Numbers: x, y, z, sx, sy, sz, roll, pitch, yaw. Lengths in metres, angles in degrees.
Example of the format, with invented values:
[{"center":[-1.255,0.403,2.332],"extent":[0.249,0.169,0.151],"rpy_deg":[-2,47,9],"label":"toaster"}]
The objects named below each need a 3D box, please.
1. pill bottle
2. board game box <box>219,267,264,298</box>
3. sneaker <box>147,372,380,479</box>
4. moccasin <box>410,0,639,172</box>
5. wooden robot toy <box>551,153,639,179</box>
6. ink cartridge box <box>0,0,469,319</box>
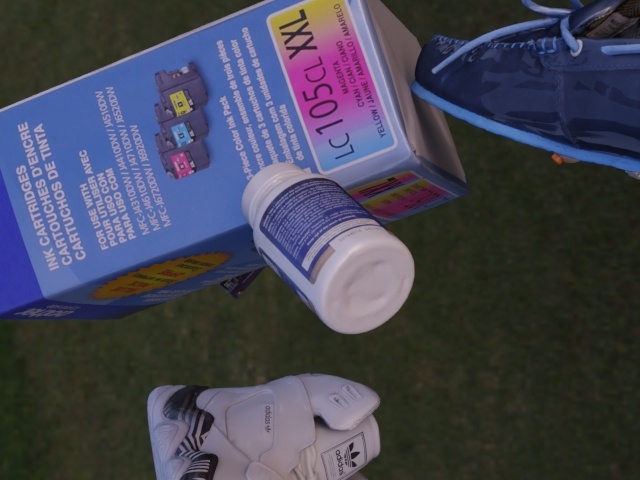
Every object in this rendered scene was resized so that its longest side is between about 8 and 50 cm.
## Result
[{"center":[0.000,0.000,0.885],"extent":[0.120,0.067,0.067],"rpy_deg":[45,126,47],"label":"pill bottle"},{"center":[-0.078,-0.016,1.787],"extent":[0.048,0.141,0.170],"rpy_deg":[40,86,17],"label":"board game box"},{"center":[-0.032,0.221,1.288],"extent":[0.366,0.210,0.137],"rpy_deg":[-123,25,-65],"label":"sneaker"},{"center":[0.203,-0.105,0.926],"extent":[0.342,0.138,0.116],"rpy_deg":[20,102,44],"label":"moccasin"},{"center":[0.248,-0.103,1.383],"extent":[0.079,0.173,0.076],"rpy_deg":[-49,39,-1],"label":"wooden robot toy"},{"center":[-0.107,-0.046,1.116],"extent":[0.270,0.396,0.151],"rpy_deg":[12,-120,-76],"label":"ink cartridge box"}]
